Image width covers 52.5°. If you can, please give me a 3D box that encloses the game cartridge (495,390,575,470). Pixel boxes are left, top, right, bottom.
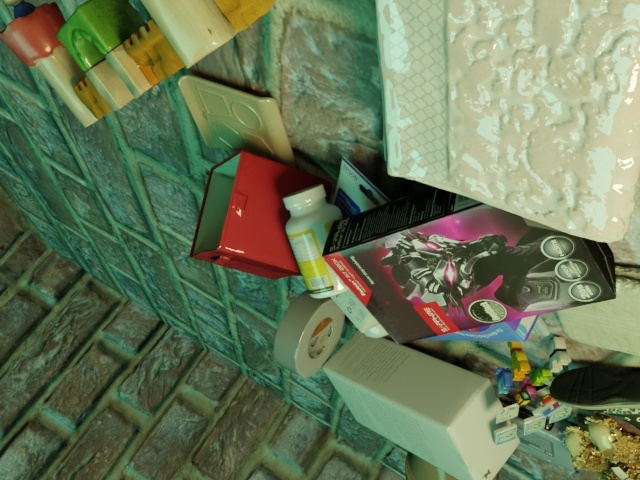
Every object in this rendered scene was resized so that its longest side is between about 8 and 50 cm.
[{"bbox_3d":[0.484,0.455,1.592,0.294,0.060,0.196,20,148,33],"label":"game cartridge"}]

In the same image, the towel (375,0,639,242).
[{"bbox_3d":[0.197,-0.177,0.710,0.317,0.053,0.332,21,135,33],"label":"towel"}]

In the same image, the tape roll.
[{"bbox_3d":[-0.026,0.237,1.662,0.072,0.219,0.219,22,153,28],"label":"tape roll"}]

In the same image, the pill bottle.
[{"bbox_3d":[0.000,0.000,1.130,0.103,0.103,0.184,-7,105,57],"label":"pill bottle"}]

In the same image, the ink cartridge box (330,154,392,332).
[{"bbox_3d":[0.080,0.008,1.175,0.165,0.065,0.333,49,147,27],"label":"ink cartridge box"}]

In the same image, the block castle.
[{"bbox_3d":[-0.182,-0.319,0.743,0.453,0.303,0.213,0,129,57],"label":"block castle"}]

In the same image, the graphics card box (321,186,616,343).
[{"bbox_3d":[0.213,0.025,0.968,0.371,0.094,0.233,-19,124,34],"label":"graphics card box"}]

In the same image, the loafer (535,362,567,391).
[{"bbox_3d":[0.463,0.284,1.322,0.045,0.039,0.125,33,156,9],"label":"loafer"}]

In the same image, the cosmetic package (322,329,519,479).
[{"bbox_3d":[0.233,0.399,1.600,0.453,0.161,0.230,14,140,53],"label":"cosmetic package"}]

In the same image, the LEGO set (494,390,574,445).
[{"bbox_3d":[0.451,0.361,1.329,0.244,0.182,0.060,73,178,-52],"label":"LEGO set"}]

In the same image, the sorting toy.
[{"bbox_3d":[-0.152,-0.223,1.225,0.208,0.038,0.193,19,151,24],"label":"sorting toy"}]

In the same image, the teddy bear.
[{"bbox_3d":[0.671,0.482,1.348,0.338,0.113,0.245,28,138,21],"label":"teddy bear"}]

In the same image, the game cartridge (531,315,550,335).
[{"bbox_3d":[0.384,0.155,1.223,0.083,0.017,0.056,-3,132,54],"label":"game cartridge"}]

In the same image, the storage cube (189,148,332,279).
[{"bbox_3d":[-0.114,-0.041,1.238,0.193,0.215,0.183,18,166,-25],"label":"storage cube"}]

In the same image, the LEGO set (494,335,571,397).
[{"bbox_3d":[0.401,0.234,1.278,0.087,0.093,0.227,3,148,-3],"label":"LEGO set"}]

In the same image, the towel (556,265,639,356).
[{"bbox_3d":[0.478,0.108,0.977,0.282,0.049,0.187,9,143,47],"label":"towel"}]

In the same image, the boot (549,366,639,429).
[{"bbox_3d":[0.559,0.314,1.179,0.236,0.085,0.178,-11,129,46],"label":"boot"}]

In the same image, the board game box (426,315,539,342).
[{"bbox_3d":[0.214,0.094,1.259,0.233,0.078,0.347,44,155,-18],"label":"board game box"}]

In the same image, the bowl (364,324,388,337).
[{"bbox_3d":[0.102,0.157,1.446,0.142,0.053,0.142,51,-168,6],"label":"bowl"}]

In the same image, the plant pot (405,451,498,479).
[{"bbox_3d":[0.357,0.580,1.802,0.263,0.263,0.229,16,131,38],"label":"plant pot"}]
